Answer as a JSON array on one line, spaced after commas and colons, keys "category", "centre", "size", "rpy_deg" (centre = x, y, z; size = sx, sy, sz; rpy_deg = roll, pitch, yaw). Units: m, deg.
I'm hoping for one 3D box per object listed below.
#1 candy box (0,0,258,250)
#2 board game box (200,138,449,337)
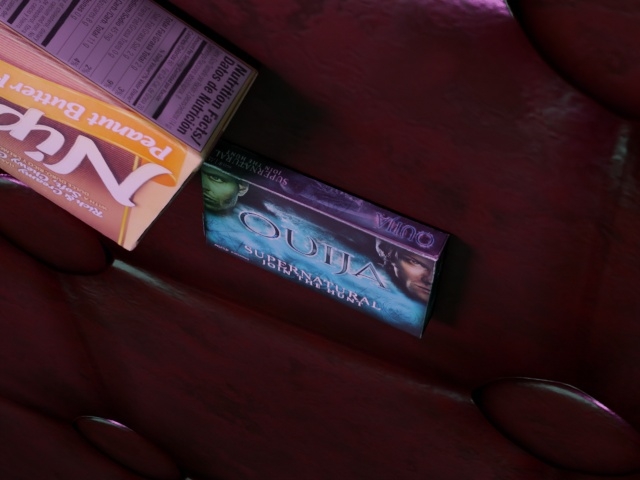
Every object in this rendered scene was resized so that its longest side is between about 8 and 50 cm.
[{"category": "candy box", "centre": [-0.217, -0.135, 0.975], "size": [0.316, 0.087, 0.183], "rpy_deg": [33, 153, -9]}, {"category": "board game box", "centre": [0.000, 0.000, 1.073], "size": [0.186, 0.026, 0.126], "rpy_deg": [23, 153, 11]}]
